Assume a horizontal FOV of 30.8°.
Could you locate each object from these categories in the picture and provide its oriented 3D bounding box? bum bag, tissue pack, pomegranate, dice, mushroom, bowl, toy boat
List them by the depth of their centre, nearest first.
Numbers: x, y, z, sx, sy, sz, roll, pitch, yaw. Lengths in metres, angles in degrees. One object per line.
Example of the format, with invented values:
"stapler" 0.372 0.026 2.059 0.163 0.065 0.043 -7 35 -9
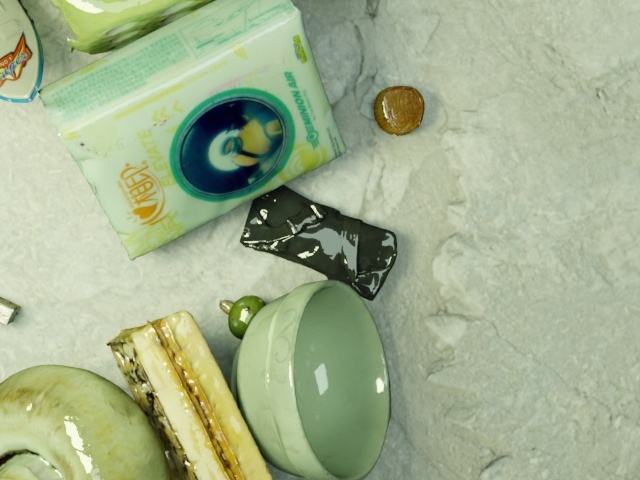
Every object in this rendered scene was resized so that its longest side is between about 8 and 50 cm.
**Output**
"mushroom" -0.379 0.358 1.699 0.352 0.260 0.352 12 111 32
"toy boat" -0.487 -0.302 1.727 0.129 0.088 0.295 -33 59 -6
"dice" -0.300 -0.435 1.744 0.254 0.252 0.250 -22 92 -4
"tissue pack" -0.182 -0.181 1.747 0.388 0.162 0.287 -28 133 -6
"bowl" -0.026 0.218 1.772 0.163 0.307 0.307 -8 91 26
"tissue pack" -0.515 0.101 1.807 0.083 0.063 0.035 24 90 -5
"pomegranate" -0.122 0.125 1.857 0.084 0.073 0.073 -5 90 34
"bum bag" 0.000 0.000 1.871 0.248 0.060 0.123 23 88 -6

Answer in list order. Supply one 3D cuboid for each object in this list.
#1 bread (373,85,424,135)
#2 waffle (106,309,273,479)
"bread" 0.127 -0.211 1.893 0.085 0.053 0.085 1 87 -19
"waffle" -0.185 0.290 1.741 0.114 0.261 0.376 -25 92 -17
